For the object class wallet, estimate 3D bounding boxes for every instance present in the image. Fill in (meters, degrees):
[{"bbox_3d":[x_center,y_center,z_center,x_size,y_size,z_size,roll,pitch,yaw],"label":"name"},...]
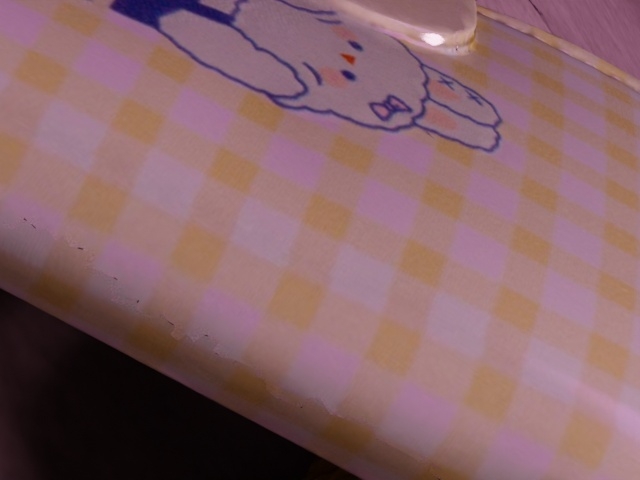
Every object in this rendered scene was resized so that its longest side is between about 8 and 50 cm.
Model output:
[{"bbox_3d":[-0.015,-0.030,0.459,0.309,0.077,0.223,29,31,-4],"label":"wallet"}]

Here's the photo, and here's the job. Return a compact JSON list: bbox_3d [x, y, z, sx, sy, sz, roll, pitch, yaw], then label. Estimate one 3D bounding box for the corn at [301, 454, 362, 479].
[{"bbox_3d":[0.051,0.106,0.541,0.144,0.144,0.387,60,28,-11],"label":"corn"}]
